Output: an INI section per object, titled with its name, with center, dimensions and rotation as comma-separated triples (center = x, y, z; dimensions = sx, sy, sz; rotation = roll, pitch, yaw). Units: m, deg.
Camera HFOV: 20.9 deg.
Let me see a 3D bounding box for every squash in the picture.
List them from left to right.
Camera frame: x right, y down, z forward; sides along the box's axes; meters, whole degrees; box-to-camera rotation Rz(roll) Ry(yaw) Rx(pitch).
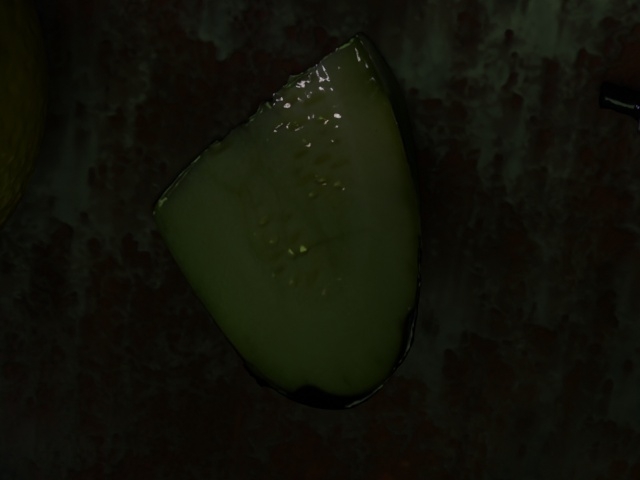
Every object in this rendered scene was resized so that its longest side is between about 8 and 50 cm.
[squash]
center = 0.000, 0.000, 1.360
dimensions = 0.237, 0.155, 0.204
rotation = -38, 108, 21

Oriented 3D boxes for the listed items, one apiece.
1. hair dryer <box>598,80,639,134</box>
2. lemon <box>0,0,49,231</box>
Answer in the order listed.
[hair dryer]
center = 0.379, -0.114, 1.274
dimensions = 0.284, 0.155, 0.320
rotation = 12, 124, -11
[lemon]
center = -0.352, -0.107, 1.267
dimensions = 0.336, 0.336, 0.336
rotation = 2, 115, 5
